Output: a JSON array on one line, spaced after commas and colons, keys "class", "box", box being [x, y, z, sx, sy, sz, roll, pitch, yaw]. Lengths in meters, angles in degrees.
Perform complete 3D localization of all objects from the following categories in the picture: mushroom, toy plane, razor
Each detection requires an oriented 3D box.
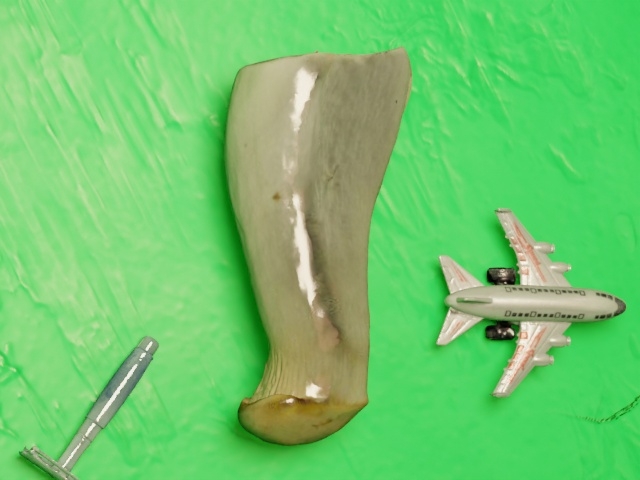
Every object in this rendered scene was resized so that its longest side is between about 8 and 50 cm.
[{"class": "mushroom", "box": [0.000, 0.000, 1.104, 0.159, 0.122, 0.328, 1, 87, -10]}, {"class": "toy plane", "box": [0.183, 0.055, 1.193, 0.171, 0.065, 0.162, 4, 85, -21]}, {"class": "razor", "box": [-0.170, 0.133, 1.085, 0.068, 0.040, 0.135, 40, 68, -14]}]
